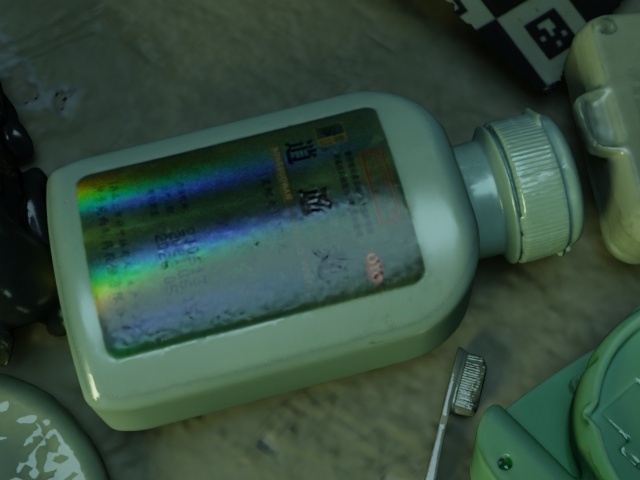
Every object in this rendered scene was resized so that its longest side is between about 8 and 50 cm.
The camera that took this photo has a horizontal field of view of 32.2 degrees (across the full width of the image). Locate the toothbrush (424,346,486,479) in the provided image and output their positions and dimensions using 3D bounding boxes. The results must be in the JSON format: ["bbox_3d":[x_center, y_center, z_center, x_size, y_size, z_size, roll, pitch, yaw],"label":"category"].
[{"bbox_3d":[0.042,0.138,0.480,0.017,0.014,0.194,16,70,8],"label":"toothbrush"}]

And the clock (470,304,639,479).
[{"bbox_3d":[0.167,0.085,0.460,0.188,0.060,0.148,-38,61,-19],"label":"clock"}]

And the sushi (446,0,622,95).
[{"bbox_3d":[0.058,-0.221,0.601,0.279,0.043,0.192,40,68,1],"label":"sushi"}]

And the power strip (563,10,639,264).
[{"bbox_3d":[0.248,-0.062,0.525,0.271,0.046,0.118,-7,68,-5],"label":"power strip"}]

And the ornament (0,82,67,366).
[{"bbox_3d":[-0.199,-0.056,0.448,0.080,0.236,0.202,-25,67,4],"label":"ornament"}]

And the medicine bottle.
[{"bbox_3d":[0.000,0.000,0.500,0.229,0.083,0.121,-14,66,-4],"label":"medicine bottle"}]

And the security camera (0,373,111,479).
[{"bbox_3d":[-0.235,0.149,0.459,0.302,0.080,0.157,-19,68,-8],"label":"security camera"}]
